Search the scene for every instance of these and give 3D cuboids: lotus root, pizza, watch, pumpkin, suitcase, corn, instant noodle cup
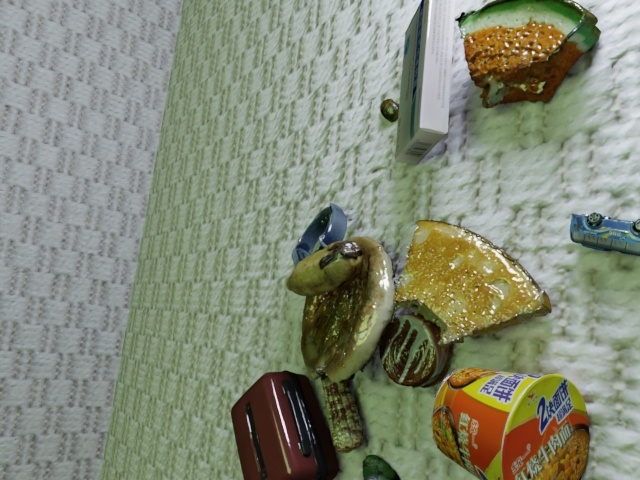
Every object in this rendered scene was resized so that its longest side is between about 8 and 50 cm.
[{"bbox_3d":[0.013,0.070,1.124,0.258,0.097,0.110,-26,28,49],"label":"lotus root"},{"bbox_3d":[0.269,0.094,0.941,0.223,0.089,0.323,-49,48,0],"label":"pizza"},{"bbox_3d":[0.000,0.000,1.282,0.193,0.068,0.206,-54,18,11],"label":"watch"},{"bbox_3d":[0.178,-0.346,1.264,0.050,0.028,0.083,-60,36,22],"label":"pumpkin"},{"bbox_3d":[-0.100,0.506,1.228,0.236,0.161,0.297,-49,44,28],"label":"suitcase"},{"bbox_3d":[0.043,0.388,1.158,0.079,0.080,0.237,-46,46,32],"label":"corn"},{"bbox_3d":[0.296,0.305,0.780,0.174,0.213,0.213,-3,76,59],"label":"instant noodle cup"}]

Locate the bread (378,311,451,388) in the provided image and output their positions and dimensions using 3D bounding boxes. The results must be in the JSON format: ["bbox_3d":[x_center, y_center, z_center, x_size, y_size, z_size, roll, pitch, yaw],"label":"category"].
[{"bbox_3d":[0.198,0.229,1.016,0.161,0.073,0.160,-23,61,48],"label":"bread"}]

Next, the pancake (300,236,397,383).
[{"bbox_3d":[0.054,0.166,1.158,0.382,0.071,0.382,-46,31,38],"label":"pancake"}]

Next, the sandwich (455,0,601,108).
[{"bbox_3d":[0.400,-0.373,0.939,0.292,0.109,0.211,5,92,57],"label":"sandwich"}]

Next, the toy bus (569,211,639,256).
[{"bbox_3d":[0.478,-0.009,0.764,0.153,0.051,0.061,18,99,52],"label":"toy bus"}]

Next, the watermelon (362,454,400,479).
[{"bbox_3d":[0.127,0.613,0.990,0.129,0.123,0.300,117,155,-72],"label":"watermelon"}]

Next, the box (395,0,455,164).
[{"bbox_3d":[0.236,-0.368,1.093,0.200,0.065,0.343,123,154,-78],"label":"box"}]
